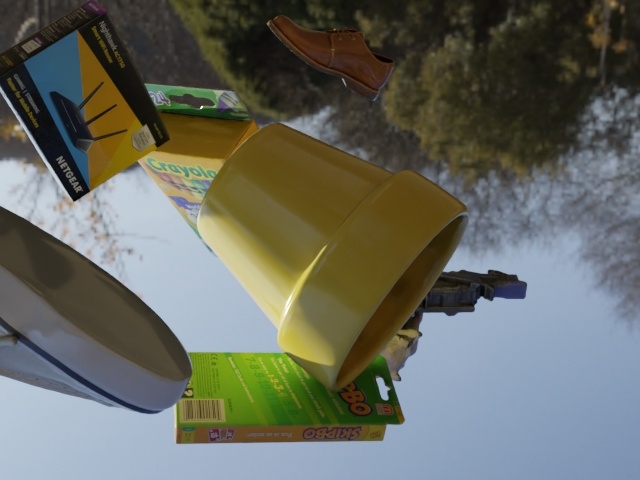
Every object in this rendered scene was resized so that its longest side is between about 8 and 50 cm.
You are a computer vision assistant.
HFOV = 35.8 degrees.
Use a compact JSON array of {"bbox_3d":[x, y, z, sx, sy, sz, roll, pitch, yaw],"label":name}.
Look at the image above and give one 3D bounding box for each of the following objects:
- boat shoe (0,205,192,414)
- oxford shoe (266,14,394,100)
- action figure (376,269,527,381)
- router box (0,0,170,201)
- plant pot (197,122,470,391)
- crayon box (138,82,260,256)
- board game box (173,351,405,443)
[{"bbox_3d":[-0.283,0.057,0.744,0.367,0.156,0.136,31,-167,-8],"label":"boat shoe"},{"bbox_3d":[0.017,-0.277,1.408,0.212,0.076,0.076,20,-152,-37],"label":"oxford shoe"},{"bbox_3d":[0.118,0.104,1.431,0.341,0.179,0.330,2,-160,7],"label":"action figure"},{"bbox_3d":[-0.254,-0.146,1.055,0.133,0.179,0.046,-36,-132,-14],"label":"router box"},{"bbox_3d":[0.000,0.000,1.118,0.239,0.254,0.254,36,-154,14],"label":"plant pot"},{"bbox_3d":[-0.142,-0.084,1.454,0.203,0.323,0.083,11,-122,37],"label":"crayon box"},{"bbox_3d":[-0.040,0.179,1.145,0.259,0.039,0.124,0,-145,-10],"label":"board game box"}]
